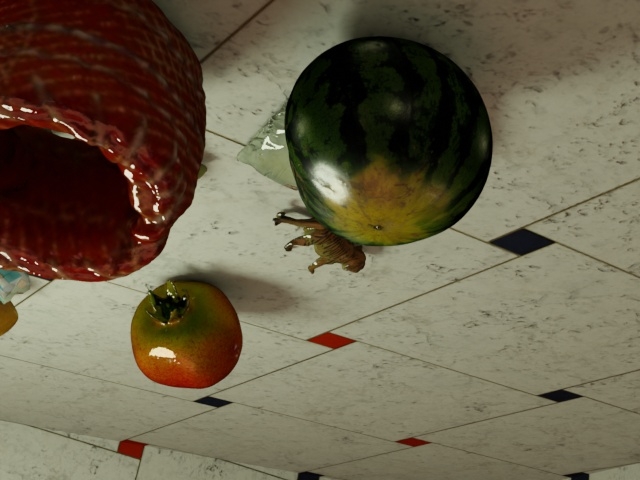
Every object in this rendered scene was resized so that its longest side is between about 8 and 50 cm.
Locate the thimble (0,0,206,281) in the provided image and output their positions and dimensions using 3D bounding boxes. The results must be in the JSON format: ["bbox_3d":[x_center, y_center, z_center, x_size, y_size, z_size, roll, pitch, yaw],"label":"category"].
[{"bbox_3d":[-0.313,-0.132,1.218,0.350,0.230,0.350,0,139,0],"label":"thimble"}]

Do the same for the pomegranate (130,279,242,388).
[{"bbox_3d":[-0.264,0.173,1.999,0.221,0.220,0.256,0,145,9],"label":"pomegranate"}]

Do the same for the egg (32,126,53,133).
[{"bbox_3d":[-0.437,-0.130,1.460,0.131,0.131,0.164,5,136,-3],"label":"egg"}]

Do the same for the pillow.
[{"bbox_3d":[-0.024,-0.140,1.455,0.128,0.051,0.229,22,150,-19],"label":"pillow"}]

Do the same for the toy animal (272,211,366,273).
[{"bbox_3d":[0.000,0.000,1.763,0.099,0.056,0.241,-13,149,20],"label":"toy animal"}]

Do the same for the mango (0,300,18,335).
[{"bbox_3d":[-0.768,0.126,1.993,0.350,0.199,0.201,15,117,-15],"label":"mango"}]

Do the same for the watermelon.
[{"bbox_3d":[0.080,-0.121,1.246,0.269,0.269,0.269,3,156,1],"label":"watermelon"}]

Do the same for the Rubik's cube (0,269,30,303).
[{"bbox_3d":[-0.602,0.073,1.987,0.073,0.075,0.084,-35,174,-31],"label":"Rubik's cube"}]

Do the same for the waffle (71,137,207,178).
[{"bbox_3d":[-0.301,-0.072,1.510,0.250,0.056,0.261,-49,143,12],"label":"waffle"}]
